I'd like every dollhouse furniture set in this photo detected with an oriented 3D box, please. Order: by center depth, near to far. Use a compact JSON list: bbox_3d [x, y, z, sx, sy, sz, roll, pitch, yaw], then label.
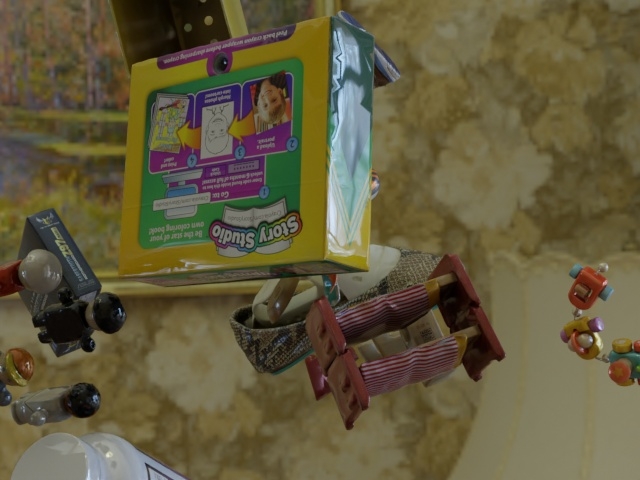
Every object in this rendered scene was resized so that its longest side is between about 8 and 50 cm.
[{"bbox_3d":[0.086,0.170,1.601,0.201,0.152,0.374,-18,-18,-15],"label":"dollhouse furniture set"}]

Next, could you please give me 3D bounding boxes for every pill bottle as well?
[{"bbox_3d":[-0.268,0.374,1.595,0.182,0.181,0.323,-4,-30,30],"label":"pill bottle"}]

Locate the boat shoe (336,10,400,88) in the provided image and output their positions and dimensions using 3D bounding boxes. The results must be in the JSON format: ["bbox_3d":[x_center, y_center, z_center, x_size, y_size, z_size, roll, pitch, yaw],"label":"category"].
[{"bbox_3d":[0.064,-0.303,1.943,0.066,0.066,0.183,-36,-44,13],"label":"boat shoe"}]

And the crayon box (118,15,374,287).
[{"bbox_3d":[-0.103,-0.106,1.581,0.363,0.313,0.106,-6,-11,37],"label":"crayon box"}]

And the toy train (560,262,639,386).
[{"bbox_3d":[0.357,0.112,1.467,0.046,0.166,0.125,-29,-26,-48],"label":"toy train"}]

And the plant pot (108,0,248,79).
[{"bbox_3d":[-0.242,-0.415,2.164,0.212,0.212,0.187,-15,-2,18],"label":"plant pot"}]

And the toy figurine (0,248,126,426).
[{"bbox_3d":[-0.375,0.136,1.585,0.148,0.209,0.213,-12,-35,27],"label":"toy figurine"}]

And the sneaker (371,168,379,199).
[{"bbox_3d":[-0.032,-0.141,2.197,0.321,0.180,0.124,-7,38,-20],"label":"sneaker"}]

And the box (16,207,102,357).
[{"bbox_3d":[-0.482,0.080,2.146,0.059,0.183,0.232,-22,-22,-33],"label":"box"}]

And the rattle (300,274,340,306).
[{"bbox_3d":[0.000,0.000,1.792,0.143,0.130,0.200,-25,35,-37],"label":"rattle"}]

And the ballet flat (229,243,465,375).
[{"bbox_3d":[0.020,0.100,2.111,0.483,0.182,0.164,-25,22,34],"label":"ballet flat"}]

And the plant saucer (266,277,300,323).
[{"bbox_3d":[-0.053,0.073,1.609,0.015,0.083,0.083,28,-9,-11],"label":"plant saucer"}]
